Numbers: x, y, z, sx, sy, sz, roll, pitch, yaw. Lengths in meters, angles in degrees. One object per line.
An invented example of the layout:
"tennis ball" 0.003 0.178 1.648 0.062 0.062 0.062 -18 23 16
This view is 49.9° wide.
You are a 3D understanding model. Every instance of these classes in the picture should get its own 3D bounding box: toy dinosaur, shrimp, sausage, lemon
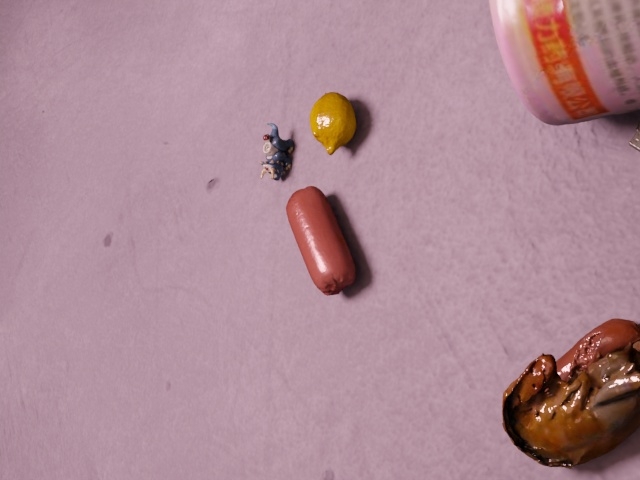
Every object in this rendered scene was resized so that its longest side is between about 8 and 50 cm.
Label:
"toy dinosaur" -0.067 -0.129 1.009 0.030 0.047 0.083 3 84 41
"shrimp" 0.279 0.119 0.637 0.262 0.117 0.066 -53 13 18
"sausage" 0.000 0.000 0.917 0.062 0.062 0.154 -37 59 27
"lemon" 0.017 -0.160 0.937 0.065 0.065 0.092 -12 68 37
"sausage" 0.258 0.134 0.699 0.158 0.042 0.036 -47 17 19

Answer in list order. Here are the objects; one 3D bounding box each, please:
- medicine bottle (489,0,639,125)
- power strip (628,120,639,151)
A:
"medicine bottle" 0.360 -0.241 0.581 0.388 0.219 0.219 -9 75 36
"power strip" 0.367 -0.079 0.666 0.136 0.019 0.051 45 107 36
